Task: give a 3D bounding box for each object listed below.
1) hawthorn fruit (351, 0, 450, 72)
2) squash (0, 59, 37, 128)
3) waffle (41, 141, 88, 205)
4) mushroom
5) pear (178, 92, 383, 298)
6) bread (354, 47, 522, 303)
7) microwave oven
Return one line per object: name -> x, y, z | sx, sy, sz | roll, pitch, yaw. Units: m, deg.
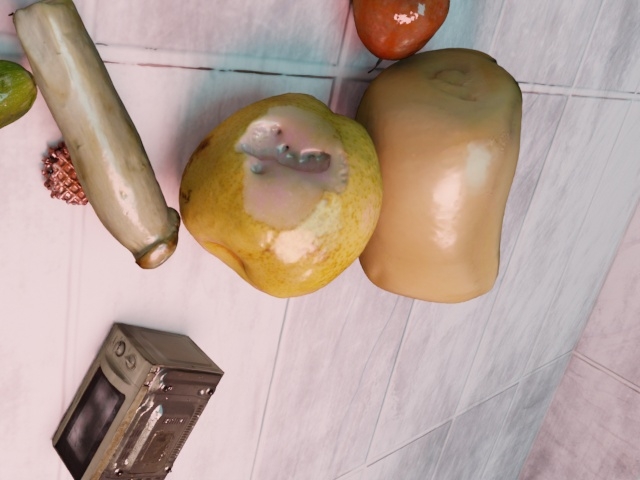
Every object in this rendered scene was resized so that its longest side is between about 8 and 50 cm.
hawthorn fruit -> 0.123, -0.328, 0.904 | 0.149, 0.149, 0.189 | -43, 138, -18
squash -> -0.378, -0.104, 0.590 | 0.229, 0.066, 0.066 | -39, 137, -20
waffle -> -0.286, -0.079, 0.727 | 0.083, 0.029, 0.075 | -3, 107, -44
mushroom -> -0.239, -0.105, 0.679 | 0.081, 0.100, 0.312 | -20, 121, -3
pear -> -0.045, -0.062, 0.818 | 0.271, 0.271, 0.271 | -26, 131, -33
bread -> 0.175, -0.091, 1.003 | 0.348, 0.253, 0.376 | -84, 170, -50
microwave oven -> -0.259, 0.245, 0.894 | 0.163, 0.129, 0.205 | 23, 98, -50
